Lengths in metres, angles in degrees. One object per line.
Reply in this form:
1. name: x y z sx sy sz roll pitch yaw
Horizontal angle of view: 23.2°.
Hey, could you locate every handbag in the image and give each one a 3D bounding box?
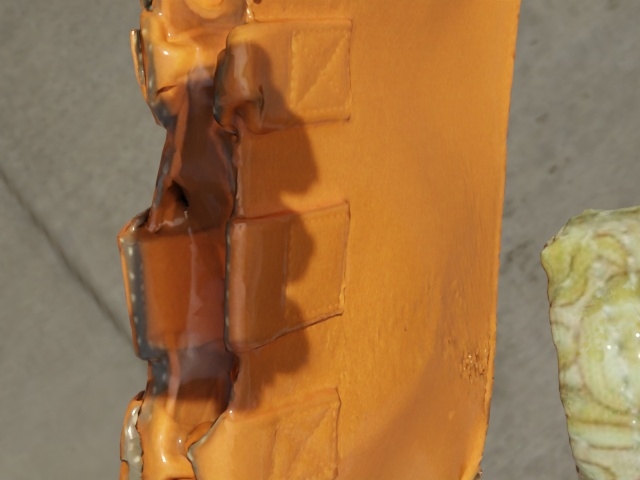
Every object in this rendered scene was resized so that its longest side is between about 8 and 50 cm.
1. handbag: 0.000 0.000 0.921 0.116 0.303 0.410 11 104 31

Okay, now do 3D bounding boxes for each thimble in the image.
1. thimble: 0.210 0.061 0.908 0.143 0.137 0.190 -9 105 11
